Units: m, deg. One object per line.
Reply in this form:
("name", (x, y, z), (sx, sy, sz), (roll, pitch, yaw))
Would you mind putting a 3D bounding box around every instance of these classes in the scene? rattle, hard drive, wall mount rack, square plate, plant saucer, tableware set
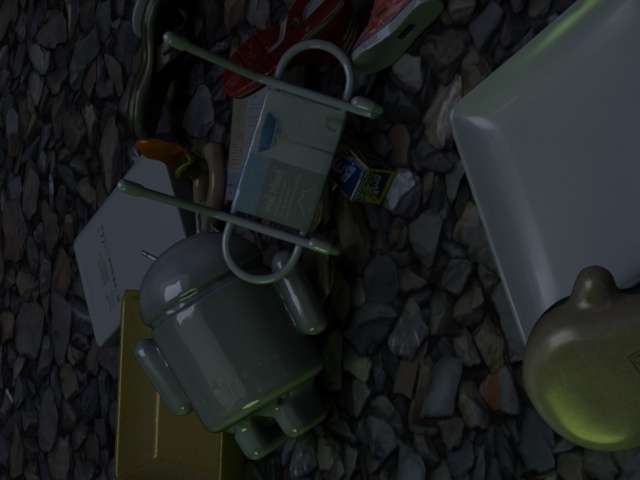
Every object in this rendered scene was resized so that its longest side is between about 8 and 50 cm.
("rattle", (-0.217, -0.062, 2.156), (0.130, 0.142, 0.200), (0, 85, 53))
("hard drive", (-0.327, 0.004, 2.370), (0.353, 0.047, 0.233), (-45, 53, 41))
("wall mount rack", (-0.090, -0.124, 1.786), (0.130, 0.304, 0.350), (165, 122, -88))
("square plate", (0.313, -0.093, 1.543), (0.347, 0.049, 0.344), (-40, 56, 43))
("plant saucer", (-0.217, 0.250, 2.178), (0.332, 0.081, 0.333), (-1, 86, 53))
("tableware set", (0.000, 0.000, 1.953), (0.128, 0.039, 0.194), (151, 122, -61))

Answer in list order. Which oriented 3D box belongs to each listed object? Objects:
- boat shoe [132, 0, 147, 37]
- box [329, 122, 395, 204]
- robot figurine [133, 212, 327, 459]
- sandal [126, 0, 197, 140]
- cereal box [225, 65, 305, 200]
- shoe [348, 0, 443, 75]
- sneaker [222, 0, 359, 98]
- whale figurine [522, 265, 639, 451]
("boat shoe", (-0.296, -0.450, 2.362), (0.063, 0.066, 0.184), (-142, 61, -63))
("box", (0.035, -0.120, 1.903), (0.169, 0.054, 0.059), (50, 124, 43))
("robot figurine", (-0.129, 0.135, 1.924), (0.300, 0.200, 0.353), (-33, 84, 16))
("sandal", (-0.254, -0.312, 2.272), (0.086, 0.120, 0.303), (13, 96, 17))
("cereal box", (-0.085, -0.175, 2.055), (0.173, 0.047, 0.240), (8, 95, 61))
("shoe", (0.094, -0.307, 1.840), (0.178, 0.063, 0.081), (-40, 55, 37))
("sneaker", (-0.029, -0.261, 1.920), (0.221, 0.128, 0.087), (-39, 53, 8))
("whale figurine", (0.348, 0.106, 1.425), (0.272, 0.141, 0.216), (-36, 97, 24))
